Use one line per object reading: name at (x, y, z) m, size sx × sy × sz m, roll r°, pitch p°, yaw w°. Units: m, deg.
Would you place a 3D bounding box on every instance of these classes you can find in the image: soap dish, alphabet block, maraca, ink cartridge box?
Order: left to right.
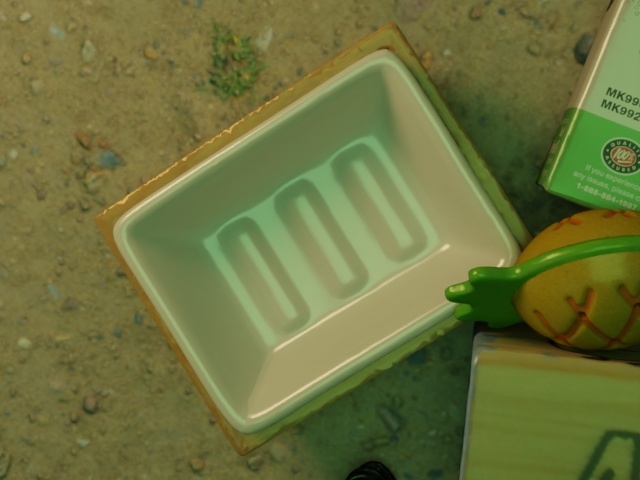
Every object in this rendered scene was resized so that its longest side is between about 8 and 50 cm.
soap dish at (0.000, 0.000, 1.096) m, size 0.291 × 0.118 × 0.229 m, roll -32°, pitch 89°, yaw 8°
maraca at (0.185, 0.032, 0.984) m, size 0.186 × 0.127 × 0.099 m, roll -10°, pitch 61°, yaw 12°
alphabet block at (0.206, 0.173, 1.045) m, size 0.197 × 0.192 × 0.193 m, roll 6°, pitch 96°, yaw 6°
ink cartridge box at (0.317, -0.136, 1.045) m, size 0.211 × 0.121 × 0.289 m, roll 21°, pitch 96°, yaw 6°

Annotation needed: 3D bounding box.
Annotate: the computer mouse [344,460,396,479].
computer mouse at (-0.025, 0.305, 1.080) m, size 0.072 × 0.272 × 0.188 m, roll -16°, pitch 91°, yaw 47°
